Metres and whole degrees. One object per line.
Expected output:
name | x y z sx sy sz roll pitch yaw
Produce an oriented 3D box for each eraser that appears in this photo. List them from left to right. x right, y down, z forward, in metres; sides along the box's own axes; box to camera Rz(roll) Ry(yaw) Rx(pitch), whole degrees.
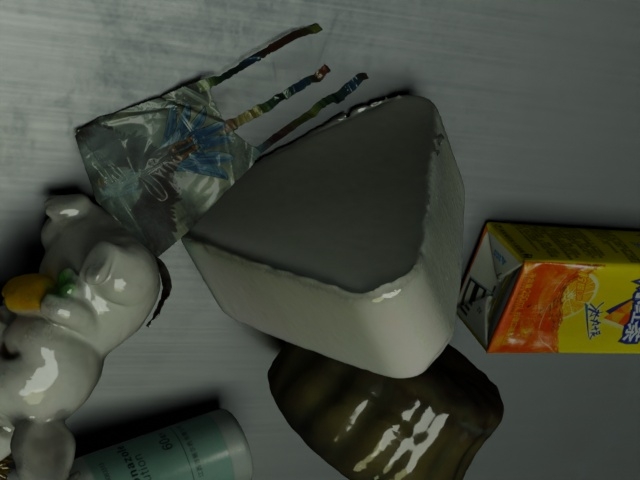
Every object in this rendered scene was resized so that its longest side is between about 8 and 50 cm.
eraser | 0.000 0.000 1.234 0.331 0.331 0.150 -27 130 -5

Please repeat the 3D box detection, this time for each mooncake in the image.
mooncake | 0.081 0.186 1.348 0.290 0.290 0.161 28 102 -35

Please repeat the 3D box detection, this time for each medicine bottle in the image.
medicine bottle | -0.261 0.313 1.357 0.351 0.110 0.110 -16 127 -25

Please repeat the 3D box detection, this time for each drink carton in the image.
drink carton | 0.374 0.068 1.503 0.351 0.111 0.155 3 121 -25

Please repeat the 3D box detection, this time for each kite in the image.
kite | -0.110 -0.131 1.162 0.310 0.169 0.015 -38 163 -10

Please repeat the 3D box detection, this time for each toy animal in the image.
toy animal | -0.280 0.110 1.174 0.154 0.208 0.325 30 66 -52

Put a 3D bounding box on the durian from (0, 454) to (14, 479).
durian | -0.434 0.263 1.256 0.137 0.168 0.158 -63 160 -16
